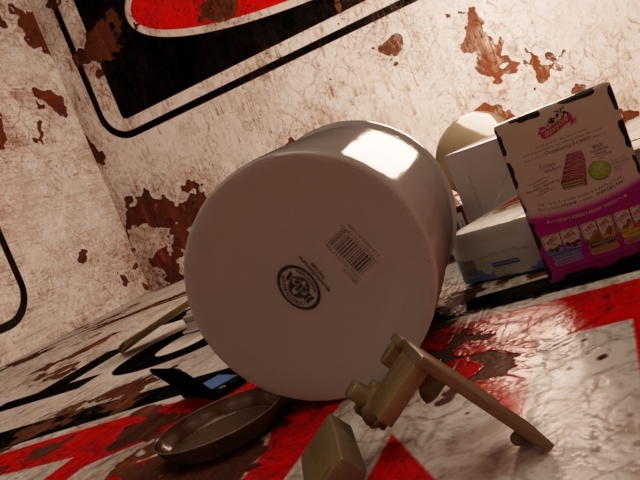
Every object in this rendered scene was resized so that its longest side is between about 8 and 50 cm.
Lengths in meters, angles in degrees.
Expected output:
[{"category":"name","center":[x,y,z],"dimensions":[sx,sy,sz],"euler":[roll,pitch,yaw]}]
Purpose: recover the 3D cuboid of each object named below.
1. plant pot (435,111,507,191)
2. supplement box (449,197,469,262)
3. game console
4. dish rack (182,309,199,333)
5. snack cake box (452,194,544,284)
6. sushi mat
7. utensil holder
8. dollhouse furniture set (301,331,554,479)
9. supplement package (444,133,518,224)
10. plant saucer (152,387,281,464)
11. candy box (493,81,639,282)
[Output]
[{"category":"plant pot","center":[0.481,-0.210,1.990],"dimensions":[0.257,0.256,0.274],"euler":[-22,20,1]},{"category":"supplement box","center":[0.269,-0.023,1.489],"dimensions":[0.081,0.104,0.188],"euler":[-20,5,9]},{"category":"game console","center":[-0.190,0.210,1.123],"dimensions":[0.107,0.071,0.122],"euler":[-25,7,-35]},{"category":"dish rack","center":[-0.192,0.142,1.892],"dimensions":[0.333,0.072,0.285],"euler":[-20,6,28]},{"category":"snack cake box","center":[0.353,-0.022,1.206],"dimensions":[0.152,0.089,0.264],"euler":[-19,5,46]},{"category":"sushi mat","center":[-0.412,0.207,1.951],"dimensions":[0.317,0.019,0.151],"euler":[-35,-1,-24]},{"category":"utensil holder","center":[0.020,0.008,0.998],"dimensions":[0.328,0.327,0.385],"euler":[-20,8,17]},{"category":"dollhouse furniture set","center":[0.079,0.177,0.600],"dimensions":[0.151,0.123,0.144],"euler":[-57,5,1]},{"category":"supplement package","center":[0.435,-0.143,1.509],"dimensions":[0.198,0.199,0.263],"euler":[-17,7,41]},{"category":"plant saucer","center":[-0.121,0.229,0.875],"dimensions":[0.169,0.029,0.168],"euler":[-21,6,2]},{"category":"candy box","center":[0.352,-0.078,0.979],"dimensions":[0.159,0.233,0.071],"euler":[-20,6,16]}]
